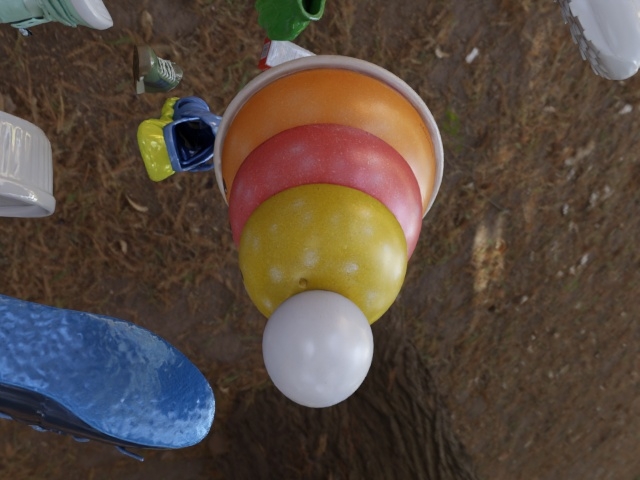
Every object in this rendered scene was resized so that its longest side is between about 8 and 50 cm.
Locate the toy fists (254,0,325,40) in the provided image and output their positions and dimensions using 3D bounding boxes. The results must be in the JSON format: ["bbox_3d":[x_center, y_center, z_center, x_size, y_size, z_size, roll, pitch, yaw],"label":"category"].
[{"bbox_3d":[-0.056,-0.527,1.181,0.096,0.142,0.279,8,82,-46],"label":"toy fists"}]

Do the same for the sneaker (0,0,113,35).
[{"bbox_3d":[-0.387,-0.328,0.853,0.151,0.256,0.094,-27,125,-10],"label":"sneaker"}]

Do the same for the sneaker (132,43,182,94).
[{"bbox_3d":[-0.295,-0.313,1.105,0.086,0.192,0.064,-7,91,-19],"label":"sneaker"}]

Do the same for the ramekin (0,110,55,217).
[{"bbox_3d":[-0.541,-0.121,0.919,0.273,0.273,0.127,13,78,-41],"label":"ramekin"}]

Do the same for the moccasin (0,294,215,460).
[{"bbox_3d":[-0.277,0.132,0.639,0.342,0.137,0.117,31,140,-22],"label":"moccasin"}]

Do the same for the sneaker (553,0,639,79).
[{"bbox_3d":[0.203,-0.230,0.435,0.095,0.235,0.090,-15,166,19],"label":"sneaker"}]

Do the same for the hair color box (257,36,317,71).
[{"bbox_3d":[-0.058,-0.380,1.304,0.141,0.043,0.072,18,83,-30],"label":"hair color box"}]

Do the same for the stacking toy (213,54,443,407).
[{"bbox_3d":[0.000,0.000,0.770,0.351,0.480,0.350,2,125,3],"label":"stacking toy"}]

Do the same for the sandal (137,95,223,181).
[{"bbox_3d":[-0.220,-0.187,1.080,0.138,0.317,0.126,-9,116,1],"label":"sandal"}]
